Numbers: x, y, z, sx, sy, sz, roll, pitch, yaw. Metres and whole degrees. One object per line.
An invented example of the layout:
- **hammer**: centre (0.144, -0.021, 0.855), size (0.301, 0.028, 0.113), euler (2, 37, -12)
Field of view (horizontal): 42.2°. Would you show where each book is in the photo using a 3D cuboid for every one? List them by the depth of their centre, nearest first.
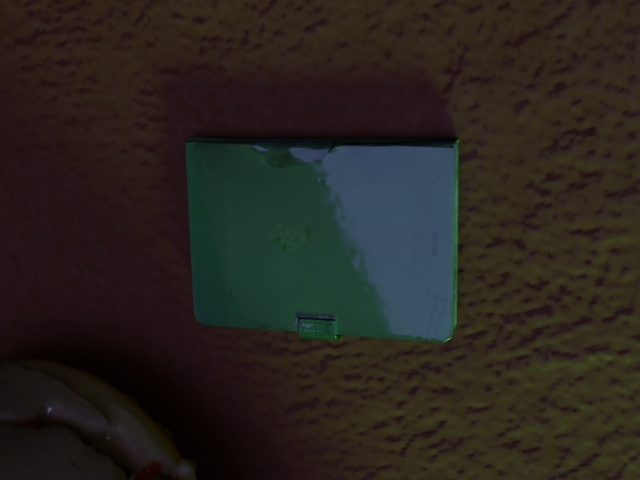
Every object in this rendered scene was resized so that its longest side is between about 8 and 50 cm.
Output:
- **book**: centre (0.000, 0.000, 0.410), size (0.135, 0.017, 0.103), euler (2, 104, 16)

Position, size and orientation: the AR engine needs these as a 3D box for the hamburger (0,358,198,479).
- **hamburger**: centre (-0.170, 0.210, 0.452), size (0.227, 0.151, 0.295), euler (36, 118, 29)
